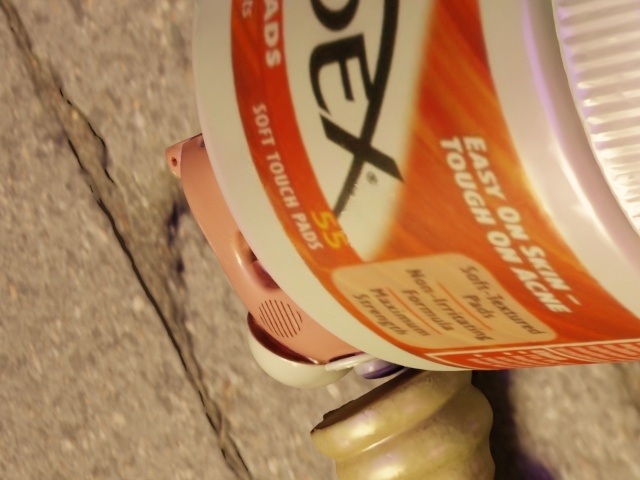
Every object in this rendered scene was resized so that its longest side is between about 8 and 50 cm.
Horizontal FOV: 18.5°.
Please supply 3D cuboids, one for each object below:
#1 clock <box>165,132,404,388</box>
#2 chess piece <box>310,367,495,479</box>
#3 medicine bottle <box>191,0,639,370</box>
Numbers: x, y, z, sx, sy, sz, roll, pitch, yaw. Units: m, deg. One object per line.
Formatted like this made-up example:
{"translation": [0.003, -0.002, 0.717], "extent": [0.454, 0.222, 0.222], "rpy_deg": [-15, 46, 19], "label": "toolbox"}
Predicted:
{"translation": [0.000, 0.000, 1.040], "extent": [0.166, 0.093, 0.162], "rpy_deg": [-21, 94, 50], "label": "clock"}
{"translation": [0.075, 0.149, 1.035], "extent": [0.094, 0.094, 0.170], "rpy_deg": [-28, 93, 50], "label": "chess piece"}
{"translation": [0.114, -0.080, 0.749], "extent": [0.241, 0.252, 0.252], "rpy_deg": [-9, 100, 49], "label": "medicine bottle"}
